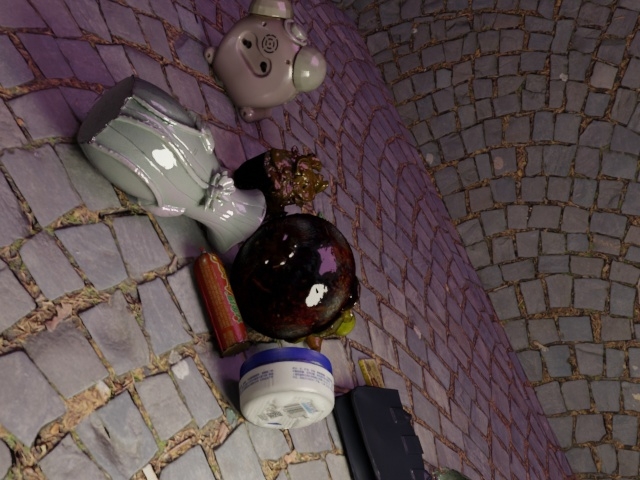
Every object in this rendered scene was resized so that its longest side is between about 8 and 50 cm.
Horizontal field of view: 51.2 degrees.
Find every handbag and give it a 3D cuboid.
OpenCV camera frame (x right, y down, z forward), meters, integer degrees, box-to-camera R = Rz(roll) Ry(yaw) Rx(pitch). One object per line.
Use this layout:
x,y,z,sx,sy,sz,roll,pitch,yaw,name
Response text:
0.171,0.547,1.740,0.269,0.118,0.326,17,47,-45,handbag

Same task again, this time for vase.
-0.322,-0.158,1.519,0.445,0.250,0.250,42,29,-37,vase

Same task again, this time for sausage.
-0.233,0.131,1.521,0.083,0.083,0.264,11,51,-57,sausage

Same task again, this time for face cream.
-0.073,0.324,1.438,0.206,0.206,0.111,35,39,-41,face cream

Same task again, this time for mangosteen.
-0.061,0.096,1.617,0.330,0.330,0.330,42,29,-31,mangosteen

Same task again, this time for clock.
-0.172,-0.585,2.149,0.342,0.326,0.184,56,26,-5,clock

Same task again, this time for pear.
0.062,0.227,1.938,0.092,0.092,0.097,57,26,-3,pear

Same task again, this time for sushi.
-0.110,-0.172,1.936,0.213,0.204,0.200,-22,86,-59,sushi

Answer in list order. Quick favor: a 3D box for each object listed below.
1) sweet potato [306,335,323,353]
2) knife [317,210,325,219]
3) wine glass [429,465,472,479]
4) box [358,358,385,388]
-0.012,0.165,1.851,0.112,0.112,0.359,40,34,-34,sweet potato
0.002,-0.001,2.163,0.043,0.020,0.293,42,29,-27,knife
0.410,0.771,1.836,0.357,0.190,0.190,42,29,-28,wine glass
0.160,0.421,1.972,0.073,0.020,0.149,15,49,-56,box
